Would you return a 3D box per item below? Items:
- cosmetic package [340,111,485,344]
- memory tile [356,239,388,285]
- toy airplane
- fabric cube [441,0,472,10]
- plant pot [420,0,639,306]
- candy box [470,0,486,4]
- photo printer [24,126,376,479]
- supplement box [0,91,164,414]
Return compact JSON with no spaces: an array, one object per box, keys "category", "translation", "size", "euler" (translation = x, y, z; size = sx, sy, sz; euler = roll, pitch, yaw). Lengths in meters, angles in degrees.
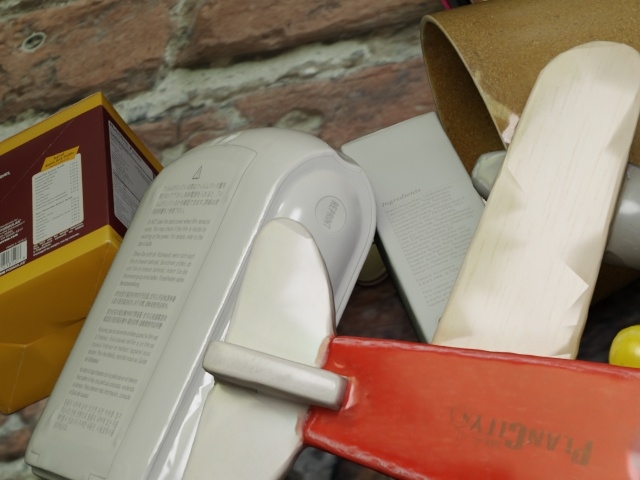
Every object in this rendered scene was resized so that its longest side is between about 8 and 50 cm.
[{"category":"cosmetic package","translation":[0.095,0.022,1.229],"size":[0.085,0.117,0.231],"euler":[-21,44,1]},{"category":"memory tile","translation":[0.000,0.000,1.400],"size":[0.113,0.012,0.148],"euler":[-27,43,12]},{"category":"toy airplane","translation":[0.114,0.125,0.990],"size":[0.386,0.272,0.384],"euler":[-37,60,15]},{"category":"fabric cube","translation":[0.183,-0.362,1.422],"size":[0.259,0.254,0.258],"euler":[-22,42,18]},{"category":"plant pot","translation":[0.230,-0.096,1.190],"size":[0.254,0.237,0.237],"euler":[-23,42,-3]},{"category":"candy box","translation":[0.272,-0.238,1.298],"size":[0.316,0.183,0.087],"euler":[-19,43,20]},{"category":"photo printer","translation":[-0.086,0.060,1.248],"size":[0.256,0.107,0.307],"euler":[0,63,61]},{"category":"supplement box","translation":[-0.233,0.010,1.462],"size":[0.191,0.129,0.194],"euler":[-25,43,14]}]
